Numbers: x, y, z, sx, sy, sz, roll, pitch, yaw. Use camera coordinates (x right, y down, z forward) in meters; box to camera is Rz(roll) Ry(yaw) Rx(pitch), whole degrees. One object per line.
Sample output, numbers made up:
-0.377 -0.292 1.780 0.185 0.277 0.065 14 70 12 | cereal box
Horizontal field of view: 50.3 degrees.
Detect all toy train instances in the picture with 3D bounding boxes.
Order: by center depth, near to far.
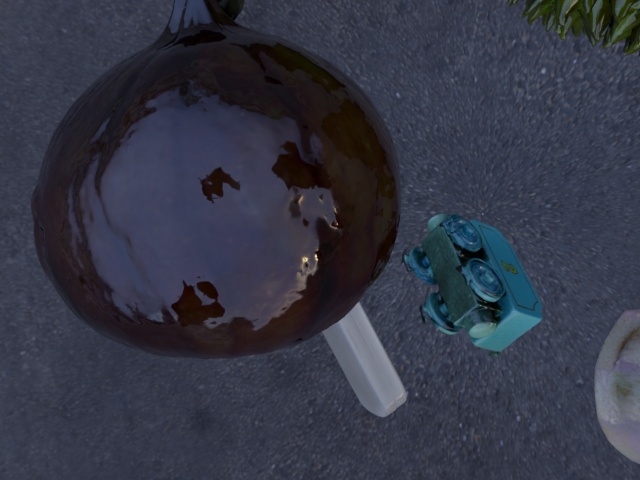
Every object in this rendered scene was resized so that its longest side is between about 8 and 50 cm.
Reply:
0.223 0.058 0.984 0.112 0.163 0.203 -47 40 35 | toy train

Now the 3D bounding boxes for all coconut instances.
0.596 0.230 1.073 0.298 0.310 0.297 1 87 -27 | coconut

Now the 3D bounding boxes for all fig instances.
-0.066 -0.035 0.423 0.235 0.234 0.214 -3 134 13 | fig

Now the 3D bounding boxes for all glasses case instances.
0.049 0.144 0.916 0.050 0.083 0.196 -30 101 -18 | glasses case

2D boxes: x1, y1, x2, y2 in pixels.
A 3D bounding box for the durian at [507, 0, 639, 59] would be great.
0.235 -0.226 0.499 0.158 0.355 0.169 19 122 4 | durian
